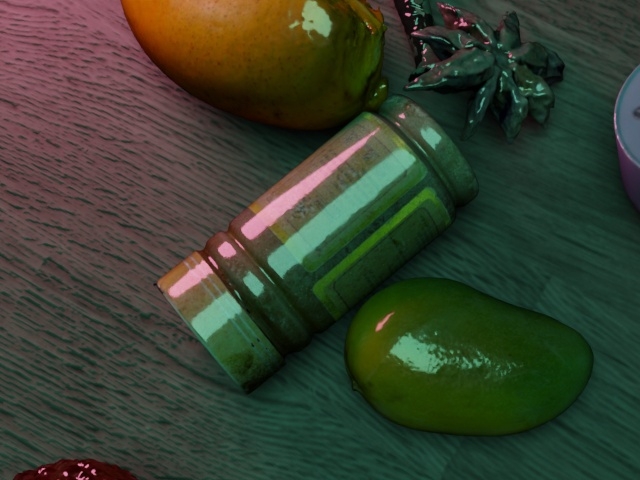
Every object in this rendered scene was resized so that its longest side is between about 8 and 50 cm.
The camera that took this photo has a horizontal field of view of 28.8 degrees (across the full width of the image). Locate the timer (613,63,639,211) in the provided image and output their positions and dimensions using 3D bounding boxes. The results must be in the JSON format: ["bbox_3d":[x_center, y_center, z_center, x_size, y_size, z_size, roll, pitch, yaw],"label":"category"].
[{"bbox_3d":[0.511,-0.109,1.205,0.394,0.173,0.395,-8,59,14],"label":"timer"}]

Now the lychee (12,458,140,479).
[{"bbox_3d":[-0.233,0.339,1.189,0.260,0.260,0.261,-2,75,6],"label":"lychee"}]

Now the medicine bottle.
[{"bbox_3d":[0.000,0.000,1.291,0.322,0.151,0.151,-40,75,-5],"label":"medicine bottle"}]

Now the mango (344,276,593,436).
[{"bbox_3d":[0.148,0.124,1.269,0.250,0.114,0.157,13,67,-3],"label":"mango"}]

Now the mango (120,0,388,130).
[{"bbox_3d":[-0.086,-0.248,1.352,0.350,0.201,0.199,26,53,20],"label":"mango"}]

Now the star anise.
[{"bbox_3d":[0.180,-0.189,1.330,0.204,0.061,0.181,10,57,-22],"label":"star anise"}]

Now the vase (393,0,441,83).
[{"bbox_3d":[0.105,-0.256,1.395,0.059,0.059,0.167,-16,74,2],"label":"vase"}]
